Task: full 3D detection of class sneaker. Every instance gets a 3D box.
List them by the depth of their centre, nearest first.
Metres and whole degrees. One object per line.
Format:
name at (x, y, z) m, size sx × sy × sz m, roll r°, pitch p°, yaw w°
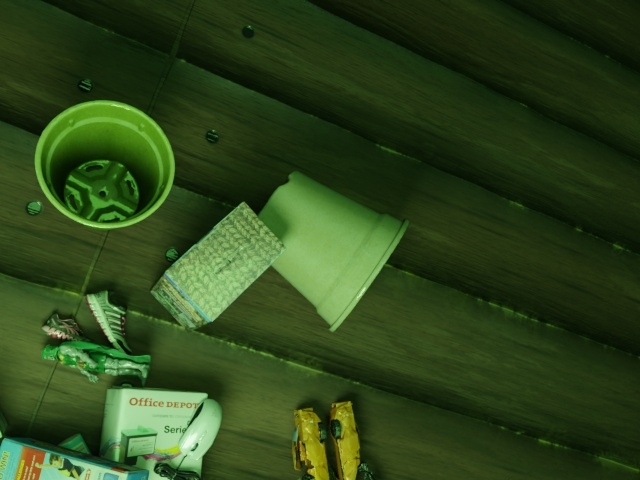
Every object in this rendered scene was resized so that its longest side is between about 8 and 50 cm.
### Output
sneaker at (-0.561, 0.202, 1.473) m, size 0.119 × 0.047 × 0.057 m, roll 27°, pitch 58°, yaw -15°
sneaker at (-0.468, 0.185, 1.499) m, size 0.074 × 0.063 × 0.171 m, roll -30°, pitch 89°, yaw -24°

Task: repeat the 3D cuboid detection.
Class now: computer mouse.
computer mouse at (-0.268, 0.430, 1.404) m, size 0.106 × 0.042 × 0.193 m, roll 39°, pitch 61°, yaw -22°

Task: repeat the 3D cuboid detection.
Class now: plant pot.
plant pot at (-0.484, -0.136, 1.462) m, size 0.275 × 0.254 × 0.276 m, roll 4°, pitch 77°, yaw -20°
plant pot at (0.000, 0.000, 1.608) m, size 0.305 × 0.334 × 0.334 m, roll 35°, pitch 68°, yaw 2°

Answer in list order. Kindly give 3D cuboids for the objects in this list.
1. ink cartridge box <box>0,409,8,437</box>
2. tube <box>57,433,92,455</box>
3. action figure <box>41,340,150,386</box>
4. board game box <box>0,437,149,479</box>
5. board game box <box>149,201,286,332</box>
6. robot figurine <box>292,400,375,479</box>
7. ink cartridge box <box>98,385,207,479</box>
ink cartridge box at (-0.710, 0.377, 1.284) m, size 0.153 × 0.208 × 0.087 m, roll -27°, pitch 92°, yaw -23°
tube at (-0.503, 0.524, 1.420) m, size 0.080 × 0.052 × 0.207 m, roll -25°, pitch 93°, yaw -22°
action figure at (-0.498, 0.269, 1.447) m, size 0.232 × 0.137 × 0.064 m, roll 14°, pitch 51°, yaw -8°
board game box at (-0.519, 0.573, 1.279) m, size 0.301 × 0.086 × 0.309 m, roll 8°, pitch 78°, yaw 19°
board game box at (-0.241, 0.070, 1.488) m, size 0.141 × 0.291 × 0.232 m, roll 47°, pitch 67°, yaw -5°
robot figurine at (0.026, 0.550, 1.595) m, size 0.210 × 0.085 × 0.291 m, roll -3°, pitch 79°, yaw -21°
ink cartridge box at (-0.369, 0.465, 1.427) m, size 0.201 × 0.117 × 0.279 m, roll 12°, pitch 74°, yaw -31°
